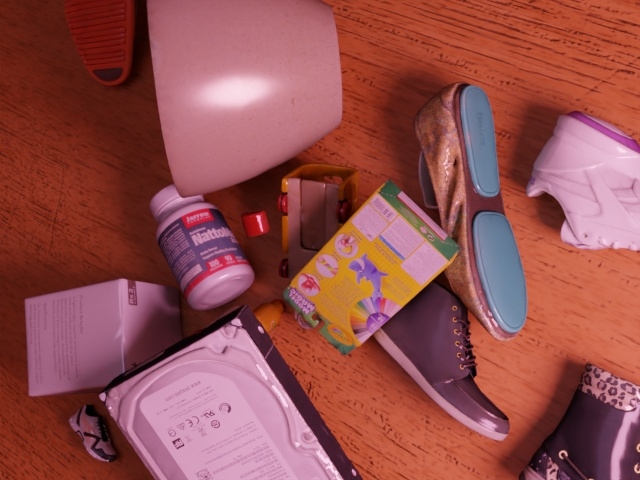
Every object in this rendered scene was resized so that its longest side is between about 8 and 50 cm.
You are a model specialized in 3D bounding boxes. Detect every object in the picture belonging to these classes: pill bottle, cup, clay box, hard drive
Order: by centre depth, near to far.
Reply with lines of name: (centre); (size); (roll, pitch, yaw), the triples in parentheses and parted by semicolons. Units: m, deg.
clay box: (0.059, 0.041, 1.037); (0.127, 0.053, 0.222); (44, 126, 2)
hard drive: (-0.108, 0.284, 1.079); (0.237, 0.064, 0.339); (-29, 99, 16)
cup: (-0.096, -0.235, 1.129); (0.237, 0.331, 0.331); (-6, 78, -2)
pill bottle: (-0.185, 0.005, 1.214); (0.108, 0.108, 0.180); (-37, 70, 14)

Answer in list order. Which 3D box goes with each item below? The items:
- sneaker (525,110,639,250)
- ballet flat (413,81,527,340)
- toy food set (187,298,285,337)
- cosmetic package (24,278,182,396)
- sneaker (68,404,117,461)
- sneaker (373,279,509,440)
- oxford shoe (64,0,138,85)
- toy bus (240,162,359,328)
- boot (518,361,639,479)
sneaker: (0.391, -0.027, 0.984); (0.305, 0.114, 0.152); (42, 112, 28)
ballet flat: (0.189, -0.035, 1.066); (0.123, 0.123, 0.348); (-12, 77, 21)
toy food set: (-0.141, 0.180, 1.192); (0.111, 0.104, 0.232); (27, 111, 12)
cosmetic package: (-0.327, 0.151, 1.228); (0.184, 0.151, 0.151); (-10, 78, 22)
sneaker: (-0.356, 0.305, 1.277); (0.109, 0.040, 0.043); (43, 97, 23)
sneaker: (0.179, 0.149, 1.046); (0.222, 0.083, 0.118); (42, 99, 24)
oxford shoe: (-0.348, -0.447, 1.361); (0.130, 0.133, 0.363); (2, 101, 19)
toy bus: (0.005, -0.010, 1.134); (0.202, 0.104, 0.191); (-39, 93, 31)
boot: (0.375, 0.268, 0.941); (0.236, 0.085, 0.178); (27, 90, 25)
